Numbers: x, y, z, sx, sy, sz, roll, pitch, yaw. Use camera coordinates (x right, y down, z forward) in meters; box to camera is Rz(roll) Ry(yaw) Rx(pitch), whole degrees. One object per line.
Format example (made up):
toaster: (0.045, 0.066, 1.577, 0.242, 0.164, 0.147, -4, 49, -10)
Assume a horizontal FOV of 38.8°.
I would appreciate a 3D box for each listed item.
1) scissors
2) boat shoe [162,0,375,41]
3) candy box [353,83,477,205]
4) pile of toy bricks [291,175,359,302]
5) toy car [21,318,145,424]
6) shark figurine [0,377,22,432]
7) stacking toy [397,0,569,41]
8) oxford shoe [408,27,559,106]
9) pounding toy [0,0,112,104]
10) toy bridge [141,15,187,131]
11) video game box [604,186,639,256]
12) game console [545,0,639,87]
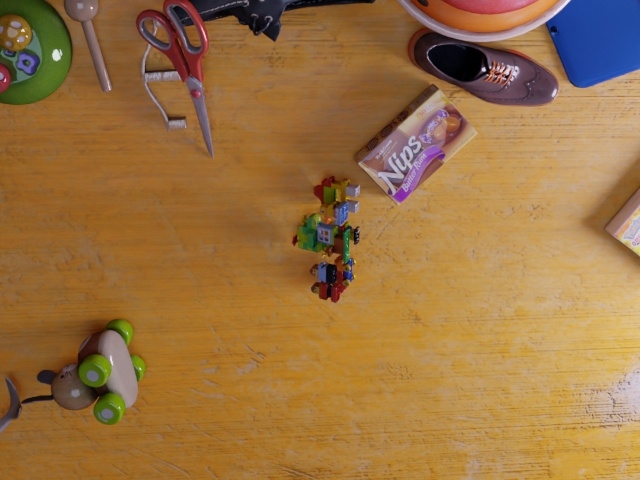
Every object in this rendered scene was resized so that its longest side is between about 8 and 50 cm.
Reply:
scissors: (-0.193, -0.249, 1.439, 0.109, 0.021, 0.297, -7, 130, 23)
boat shoe: (-0.069, -0.370, 1.414, 0.340, 0.127, 0.113, -19, 100, -10)
candy box: (0.161, -0.164, 1.558, 0.186, 0.053, 0.109, -42, 110, 8)
pile of toy bricks: (0.000, 0.000, 1.582, 0.105, 0.118, 0.212, 14, 122, 22)
toy car: (-0.426, 0.239, 1.592, 0.188, 0.155, 0.149, -11, 112, 10)
shark figurine: (-0.647, 0.353, 1.601, 0.278, 0.116, 0.166, -7, 113, -3)
stacking toy: (0.234, -0.443, 1.210, 0.350, 0.480, 0.351, 1, 103, 6)
oxford shoe: (0.279, -0.274, 1.506, 0.271, 0.098, 0.097, 13, 108, -11)
pounding toy: (-0.456, -0.294, 1.402, 0.236, 0.110, 0.183, -7, 111, -4)
toy bridge: (-0.259, -0.269, 1.481, 0.063, 0.026, 0.188, -4, 111, -3)
video game box: (0.660, -0.044, 1.667, 0.187, 0.048, 0.205, 34, 103, -15)
game console: (0.505, -0.443, 1.511, 0.250, 0.173, 0.293, -39, 114, -25)
